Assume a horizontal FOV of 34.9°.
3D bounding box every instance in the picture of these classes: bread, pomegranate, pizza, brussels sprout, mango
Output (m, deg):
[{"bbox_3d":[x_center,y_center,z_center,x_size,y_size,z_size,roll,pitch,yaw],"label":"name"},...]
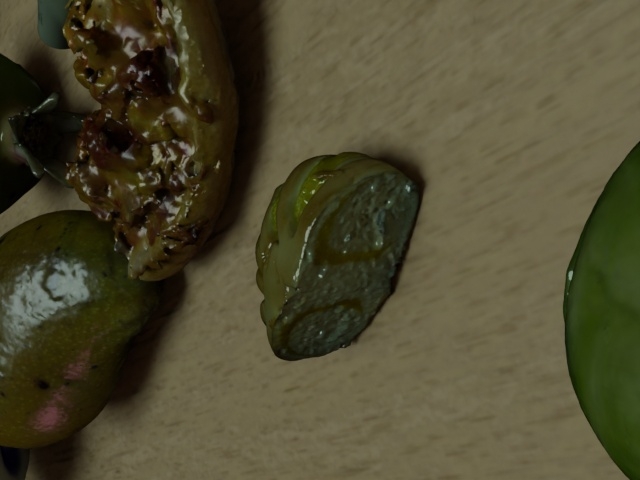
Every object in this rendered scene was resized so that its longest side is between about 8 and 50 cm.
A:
[{"bbox_3d":[0.000,0.000,0.647,0.157,0.083,0.094,-55,45,47],"label":"bread"},{"bbox_3d":[-0.326,-0.102,0.991,0.224,0.181,0.181,10,110,29],"label":"pomegranate"},{"bbox_3d":[-0.134,-0.091,0.752,0.161,0.085,0.305,26,133,27],"label":"pizza"},{"bbox_3d":[0.171,0.038,0.379,0.183,0.131,0.145,46,113,37],"label":"brussels sprout"},{"bbox_3d":[-0.263,0.081,0.957,0.176,0.175,0.329,27,138,-8],"label":"mango"}]

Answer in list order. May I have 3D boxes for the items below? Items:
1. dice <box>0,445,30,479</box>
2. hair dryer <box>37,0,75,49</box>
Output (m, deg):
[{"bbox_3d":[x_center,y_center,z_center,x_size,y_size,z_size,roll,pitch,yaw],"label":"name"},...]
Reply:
[{"bbox_3d":[-0.481,0.205,1.140,0.251,0.243,0.259,72,-178,-61],"label":"dice"},{"bbox_3d":[-0.183,-0.194,0.853,0.219,0.088,0.225,-15,103,61],"label":"hair dryer"}]
